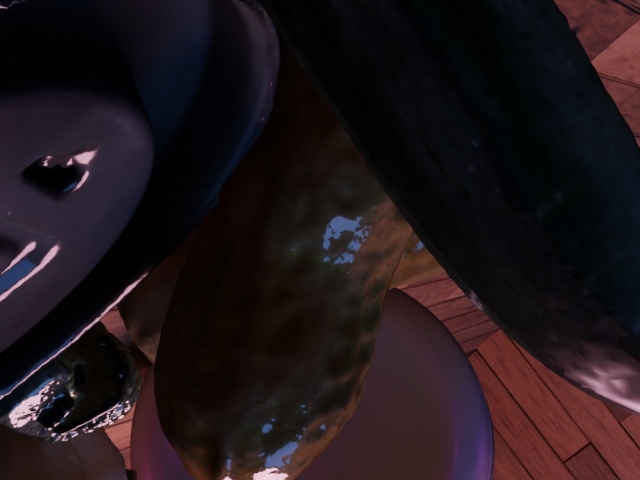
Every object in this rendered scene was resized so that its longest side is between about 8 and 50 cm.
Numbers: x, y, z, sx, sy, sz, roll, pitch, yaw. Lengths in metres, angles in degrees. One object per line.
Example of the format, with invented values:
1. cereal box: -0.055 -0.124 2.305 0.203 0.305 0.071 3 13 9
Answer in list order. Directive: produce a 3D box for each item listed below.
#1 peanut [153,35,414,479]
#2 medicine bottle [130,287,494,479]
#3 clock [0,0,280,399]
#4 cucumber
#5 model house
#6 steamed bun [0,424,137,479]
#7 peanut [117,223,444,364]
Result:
1. peanut: -0.010 -0.001 0.567 0.108 0.095 0.225 90 18 -74
2. medicine bottle: 0.008 0.155 0.993 0.241 0.241 0.302 -37 167 0
3. clock: -0.159 0.007 0.423 0.325 0.067 0.325 -35 168 -9
4. cucumber: 0.032 -0.048 0.370 0.063 0.243 0.115 -34 180 3
5. model house: -0.135 0.058 0.641 0.066 0.078 0.083 -39 166 -1
6. steamed bun: -0.239 0.244 0.666 0.394 0.237 0.346 -32 166 -19
7. peanut: 0.000 0.000 0.721 0.275 0.111 0.125 -25 167 -41
